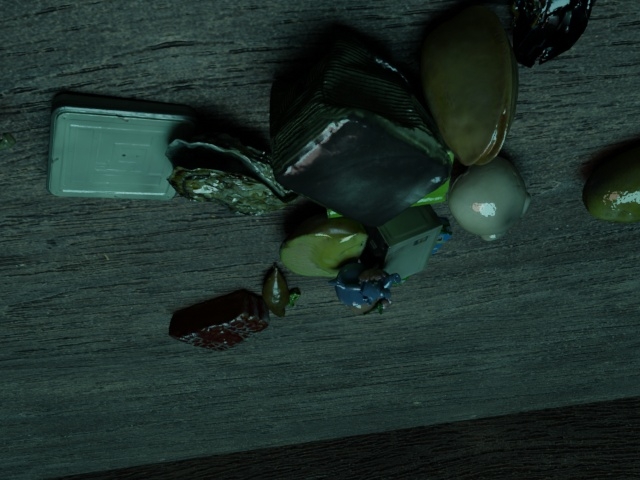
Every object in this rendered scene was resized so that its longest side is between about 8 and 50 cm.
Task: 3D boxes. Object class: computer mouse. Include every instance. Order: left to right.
[{"bbox_3d":[0.397,-0.379,1.343,0.146,0.078,0.242,-5,149,-3],"label":"computer mouse"}]

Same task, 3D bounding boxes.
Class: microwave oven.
[{"bbox_3d":[0.179,-0.005,1.859,0.163,0.129,0.205,-19,152,-18],"label":"microwave oven"}]

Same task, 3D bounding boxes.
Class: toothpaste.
[{"bbox_3d":[0.242,0.030,2.026,0.065,0.050,0.267,5,147,-26],"label":"toothpaste"}]

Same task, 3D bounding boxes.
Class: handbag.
[{"bbox_3d":[0.066,-0.203,1.419,0.247,0.240,0.340,-34,141,32],"label":"handbag"}]

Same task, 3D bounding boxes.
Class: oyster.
[{"bbox_3d":[-0.159,-0.127,1.569,0.162,0.158,0.350,17,-172,43],"label":"oyster"}]

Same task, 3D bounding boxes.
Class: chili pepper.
[{"bbox_3d":[-0.079,0.162,2.183,0.034,0.030,0.091,-21,160,-30],"label":"chili pepper"}]

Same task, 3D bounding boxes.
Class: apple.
[{"bbox_3d":[0.000,0.000,1.848,0.193,0.120,0.265,2,156,-6],"label":"apple"}]

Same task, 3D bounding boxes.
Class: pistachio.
[{"bbox_3d":[0.265,-0.265,1.355,0.162,0.261,0.213,-9,159,-18],"label":"pistachio"}]

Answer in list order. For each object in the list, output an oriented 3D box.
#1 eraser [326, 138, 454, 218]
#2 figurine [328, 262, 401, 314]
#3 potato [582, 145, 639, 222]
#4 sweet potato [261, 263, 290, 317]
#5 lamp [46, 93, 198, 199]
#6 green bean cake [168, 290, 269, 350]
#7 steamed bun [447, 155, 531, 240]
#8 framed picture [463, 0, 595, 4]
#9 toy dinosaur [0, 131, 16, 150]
[{"bbox_3d":[0.137,-0.142,1.682,0.274,0.092,0.210,-9,150,-2],"label":"eraser"},{"bbox_3d":[0.112,0.121,1.812,0.178,0.114,0.145,-3,121,52],"label":"figurine"},{"bbox_3d":[0.723,-0.131,1.786,0.251,0.159,0.174,-38,163,26],"label":"potato"},{"bbox_3d":[-0.119,0.157,2.120,0.074,0.075,0.269,-7,148,-3],"label":"sweet potato"},{"bbox_3d":[-0.392,-0.173,1.536,0.266,0.047,0.269,0,147,-21],"label":"lamp"},{"bbox_3d":[-0.270,0.223,2.168,0.232,0.097,0.198,-27,144,29],"label":"green bean cake"},{"bbox_3d":[0.384,-0.085,1.754,0.177,0.131,0.228,-44,151,5],"label":"steamed bun"},{"bbox_3d":[0.340,-0.479,1.251,0.346,0.016,0.265,-1,148,-14],"label":"framed picture"},{"bbox_3d":[-0.660,-0.230,1.357,0.162,0.077,0.294,-19,133,24],"label":"toy dinosaur"}]
